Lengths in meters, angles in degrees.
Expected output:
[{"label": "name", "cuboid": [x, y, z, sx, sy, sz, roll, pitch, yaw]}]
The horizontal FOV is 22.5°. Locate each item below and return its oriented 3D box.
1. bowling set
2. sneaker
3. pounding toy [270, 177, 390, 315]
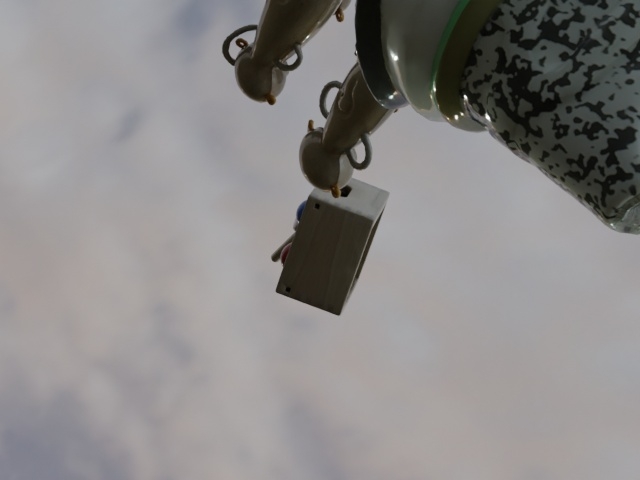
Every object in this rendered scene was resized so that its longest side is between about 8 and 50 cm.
[{"label": "bowling set", "cuboid": [0.030, -0.169, 1.213, 0.154, 0.200, 0.287, -55, -129, 46]}, {"label": "sneaker", "cuboid": [0.226, -0.128, 0.695, 0.182, 0.410, 0.158, 53, -10, 29]}, {"label": "pounding toy", "cuboid": [0.000, 0.000, 1.664, 0.100, 0.141, 0.130, 21, -71, 4]}]
